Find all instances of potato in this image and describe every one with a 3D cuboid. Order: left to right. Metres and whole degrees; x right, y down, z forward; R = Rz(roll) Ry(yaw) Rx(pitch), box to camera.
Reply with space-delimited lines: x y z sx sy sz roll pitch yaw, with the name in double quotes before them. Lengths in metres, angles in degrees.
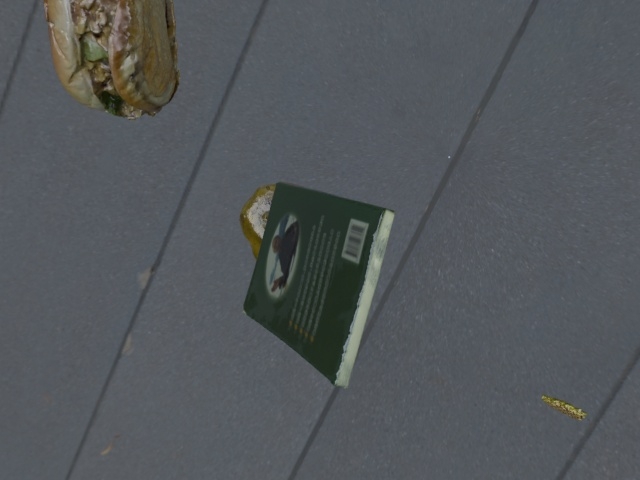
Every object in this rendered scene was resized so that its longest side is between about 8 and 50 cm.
"potato" -0.085 0.014 1.714 0.176 0.195 0.369 -30 90 46

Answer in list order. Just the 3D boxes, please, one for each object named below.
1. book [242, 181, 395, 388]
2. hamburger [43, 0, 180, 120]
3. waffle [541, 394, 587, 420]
"book" -0.018 0.048 0.983 0.043 0.371 0.260 13 95 -29
"hamburger" -0.285 -0.301 0.864 0.146 0.286 0.243 6 64 6
"waffle" 0.431 0.295 1.061 0.078 0.085 0.016 21 76 38
